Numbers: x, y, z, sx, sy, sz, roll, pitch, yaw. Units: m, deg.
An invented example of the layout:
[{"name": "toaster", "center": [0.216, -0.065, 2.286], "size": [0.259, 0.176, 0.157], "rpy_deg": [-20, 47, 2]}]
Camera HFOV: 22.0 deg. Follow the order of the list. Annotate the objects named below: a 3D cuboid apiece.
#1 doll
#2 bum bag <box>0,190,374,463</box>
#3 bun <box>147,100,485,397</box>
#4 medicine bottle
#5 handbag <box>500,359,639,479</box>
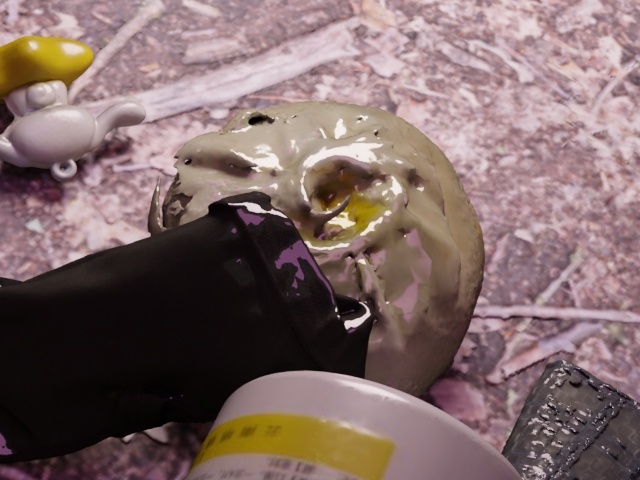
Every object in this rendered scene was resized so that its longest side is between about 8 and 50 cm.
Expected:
[{"name": "doll", "center": [-0.195, -0.097, 1.200], "size": [0.135, 0.071, 0.113], "rpy_deg": [7, 64, -10]}, {"name": "bum bag", "center": [-0.125, 0.058, 1.037], "size": [0.326, 0.080, 0.142], "rpy_deg": [-12, 99, 15]}, {"name": "bun", "center": [0.000, 0.000, 1.116], "size": [0.239, 0.141, 0.239], "rpy_deg": [3, 60, -6]}, {"name": "medicine bottle", "center": [-0.026, 0.261, 0.899], "size": [0.208, 0.208, 0.339], "rpy_deg": [23, 56, 6]}, {"name": "handbag", "center": [0.221, 0.199, 1.064], "size": [0.270, 0.088, 0.175], "rpy_deg": [37, 51, 15]}]
